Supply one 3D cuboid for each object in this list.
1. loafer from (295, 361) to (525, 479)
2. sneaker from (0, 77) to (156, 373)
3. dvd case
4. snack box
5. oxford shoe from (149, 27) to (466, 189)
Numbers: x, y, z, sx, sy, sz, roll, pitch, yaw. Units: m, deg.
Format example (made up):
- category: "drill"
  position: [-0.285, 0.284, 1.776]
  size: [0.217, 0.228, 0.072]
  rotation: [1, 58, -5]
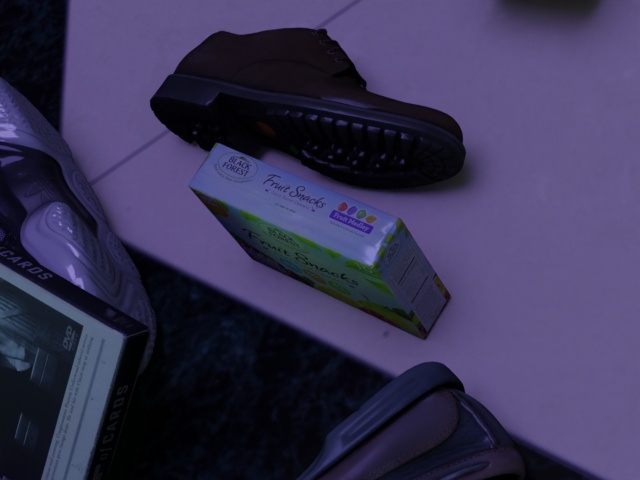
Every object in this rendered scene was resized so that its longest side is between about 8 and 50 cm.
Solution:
- category: "loafer"
  position: [-0.004, 0.180, 0.860]
  size: [0.267, 0.096, 0.084]
  rotation: [-44, 60, -8]
- category: "sneaker"
  position: [-0.214, 0.021, 1.041]
  size: [0.153, 0.101, 0.269]
  rotation: [-37, 53, 6]
- category: "dvd case"
  position: [-0.222, 0.082, 0.973]
  size: [0.238, 0.029, 0.179]
  rotation: [27, 110, 26]
- category: "snack box"
  position: [0.000, 0.000, 0.956]
  size: [0.141, 0.100, 0.037]
  rotation: [23, 72, 32]
- category: "oxford shoe"
  position: [0.000, -0.097, 1.026]
  size: [0.227, 0.083, 0.096]
  rotation: [18, 65, 29]
